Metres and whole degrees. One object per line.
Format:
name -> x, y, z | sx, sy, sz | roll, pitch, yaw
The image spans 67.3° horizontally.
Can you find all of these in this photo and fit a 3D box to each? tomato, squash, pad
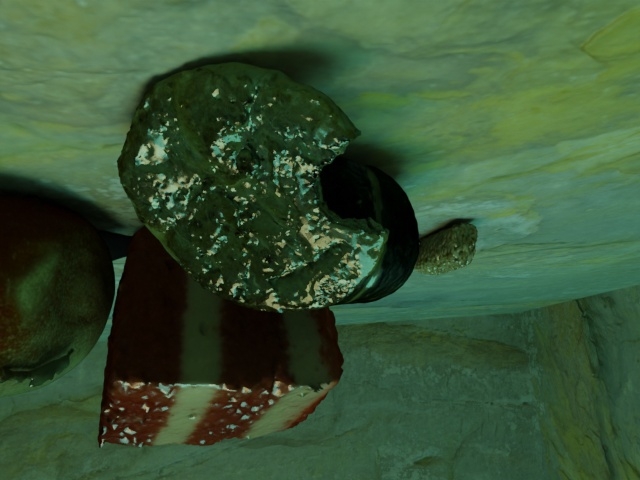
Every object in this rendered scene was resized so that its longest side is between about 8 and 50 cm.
tomato -> -0.424, 0.077, 0.608 | 0.303, 0.239, 0.303 | -7, 168, -1
squash -> 0.000, 0.000, 0.605 | 0.252, 0.165, 0.252 | -3, 169, -1
pad -> -0.386, 0.015, 0.847 | 0.190, 0.004, 0.127 | -14, 162, 31

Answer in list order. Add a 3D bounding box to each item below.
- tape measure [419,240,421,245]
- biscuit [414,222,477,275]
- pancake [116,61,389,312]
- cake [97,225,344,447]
tape measure -> 0.004, 0.055, 0.950 | 0.351, 0.098, 0.215 | -18, 161, 34
biscuit -> 0.234, 0.018, 0.912 | 0.070, 0.082, 0.168 | 10, 166, -12
pancake -> -0.066, -0.036, 0.435 | 0.253, 0.037, 0.254 | 9, 125, 13
cake -> -0.160, 0.155, 0.754 | 0.319, 0.270, 0.269 | 9, 140, -23
